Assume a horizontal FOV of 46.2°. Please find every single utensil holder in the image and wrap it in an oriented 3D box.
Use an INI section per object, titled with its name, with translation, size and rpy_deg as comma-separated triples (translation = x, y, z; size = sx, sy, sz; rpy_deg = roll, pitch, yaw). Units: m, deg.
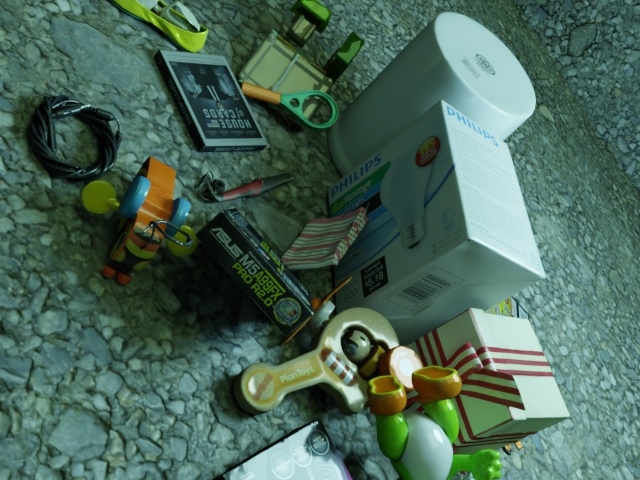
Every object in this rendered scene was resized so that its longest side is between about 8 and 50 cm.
[utensil holder]
translation = 0.258, -0.290, 1.762
size = 0.328, 0.385, 0.327
rpy_deg = 24, 45, -26

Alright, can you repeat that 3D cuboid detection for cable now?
[cable]
translation = -0.415, -0.175, 1.267
size = 0.151, 0.047, 0.184
rpy_deg = 32, 42, -24

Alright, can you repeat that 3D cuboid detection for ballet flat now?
[ballet flat]
translation = -0.336, -0.485, 1.577
size = 0.231, 0.077, 0.077
rpy_deg = 33, 42, -23

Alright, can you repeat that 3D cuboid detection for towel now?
[towel]
translation = 0.000, 0.000, 1.480
size = 0.029, 0.144, 0.197
rpy_deg = 66, 33, -21

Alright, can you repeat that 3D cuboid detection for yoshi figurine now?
[yoshi figurine]
translation = 0.182, 0.404, 1.225
size = 0.203, 0.204, 0.362
rpy_deg = -19, 102, -59

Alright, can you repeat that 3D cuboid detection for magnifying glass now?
[magnifying glass]
translation = -0.068, -0.311, 1.688
size = 0.231, 0.026, 0.092
rpy_deg = 13, 74, -17

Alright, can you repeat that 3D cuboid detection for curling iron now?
[curling iron]
translation = -0.140, -0.118, 1.516
size = 0.274, 0.035, 0.068
rpy_deg = -15, 72, -50

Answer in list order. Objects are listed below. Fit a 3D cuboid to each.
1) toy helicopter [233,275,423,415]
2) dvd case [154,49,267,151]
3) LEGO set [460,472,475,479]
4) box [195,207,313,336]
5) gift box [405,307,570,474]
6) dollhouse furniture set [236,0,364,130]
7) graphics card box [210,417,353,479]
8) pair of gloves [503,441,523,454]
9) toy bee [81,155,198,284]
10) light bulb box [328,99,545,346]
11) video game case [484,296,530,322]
[toy helicopter]
translation = -0.002, 0.204, 1.326
size = 0.355, 0.140, 0.235
rpy_deg = -13, 76, -38
[dvd case]
translation = -0.227, -0.291, 1.573
size = 0.179, 0.029, 0.238
rpy_deg = -10, 67, -49
[LEGO set]
translation = 0.372, 0.557, 1.419
size = 0.287, 0.132, 0.107
rpy_deg = 26, 45, 2
[box]
translation = -0.106, 0.044, 1.281
size = 0.216, 0.060, 0.270
rpy_deg = 48, 1, -3
[gift box]
translation = 0.314, 0.299, 1.471
size = 0.258, 0.255, 0.276
rpy_deg = 13, 46, -42
[dollhouse furniture set]
translation = -0.064, -0.407, 1.808
size = 0.198, 0.151, 0.301
rpy_deg = 37, 68, -10
[graphics card box]
translation = -0.007, 0.480, 1.120
size = 0.233, 0.094, 0.371
rpy_deg = -15, 71, -50
[pair of gloves]
translation = 0.419, 0.434, 1.669
size = 0.083, 0.010, 0.074
rpy_deg = -5, 64, -49
[toy bee]
translation = -0.299, -0.022, 1.204
size = 0.195, 0.162, 0.298
rpy_deg = 37, 14, -5
[light bulb box]
translation = 0.217, -0.023, 1.546
size = 0.225, 0.358, 0.361
rpy_deg = 26, 43, -33
[video game case]
translation = 0.438, 0.218, 1.808
size = 0.248, 0.035, 0.274
rpy_deg = 44, 36, -29
